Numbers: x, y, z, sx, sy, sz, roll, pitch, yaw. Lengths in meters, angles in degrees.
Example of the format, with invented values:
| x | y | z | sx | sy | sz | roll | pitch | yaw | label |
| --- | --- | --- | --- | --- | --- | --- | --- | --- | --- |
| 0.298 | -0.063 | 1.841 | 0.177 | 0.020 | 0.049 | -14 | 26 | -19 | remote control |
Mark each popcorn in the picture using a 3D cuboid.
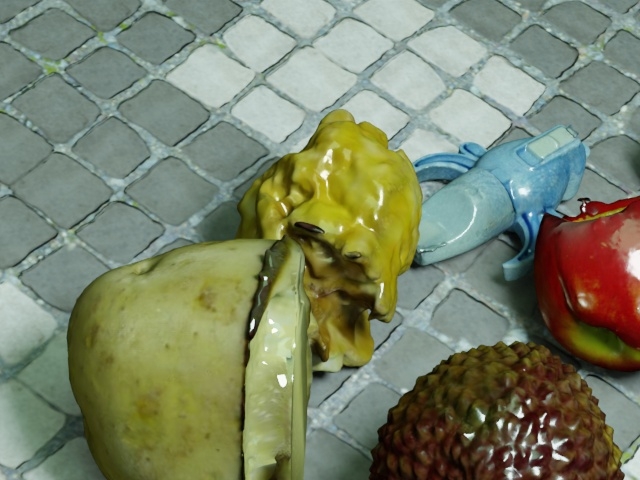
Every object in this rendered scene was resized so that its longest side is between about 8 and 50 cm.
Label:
| x | y | z | sx | sy | sz | roll | pitch | yaw | label |
| --- | --- | --- | --- | --- | --- | --- | --- | --- | --- |
| 0.000 | 0.004 | 1.731 | 0.190 | 0.191 | 0.254 | 9 | 56 | 13 | popcorn |

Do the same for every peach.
| x | y | z | sx | sy | sz | roll | pitch | yaw | label |
| --- | --- | --- | --- | --- | --- | --- | --- | --- | --- |
| 0.315 | 0.015 | 1.786 | 0.196 | 0.190 | 0.226 | 22 | 59 | 2 | peach |

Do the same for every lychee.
| x | y | z | sx | sy | sz | roll | pitch | yaw | label |
| --- | --- | --- | --- | --- | --- | --- | --- | --- | --- |
| 0.162 | 0.205 | 1.563 | 0.236 | 0.236 | 0.271 | 22 | 38 | 6 | lychee |

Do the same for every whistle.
| x | y | z | sx | sy | sz | roll | pitch | yaw | label |
| --- | --- | --- | --- | --- | --- | --- | --- | --- | --- |
| 0.194 | -0.047 | 1.891 | 0.269 | 0.093 | 0.180 | -29 | 58 | -25 | whistle |

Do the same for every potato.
| x | y | z | sx | sy | sz | roll | pitch | yaw | label |
| --- | --- | --- | --- | --- | --- | --- | --- | --- | --- |
| -0.118 | 0.128 | 1.567 | 0.242 | 0.285 | 0.242 | -3 | 28 | 2 | potato |
